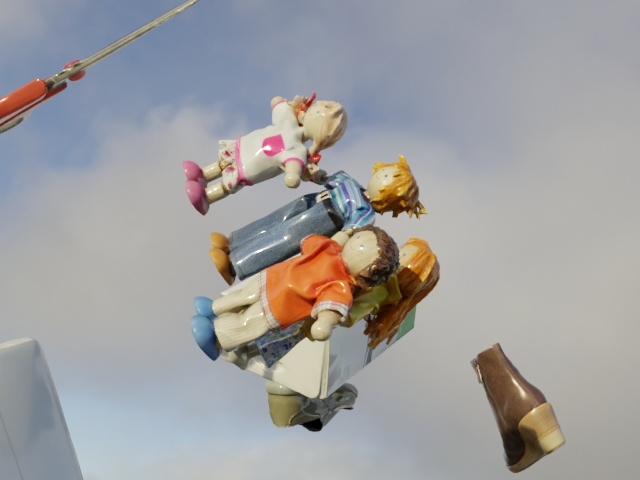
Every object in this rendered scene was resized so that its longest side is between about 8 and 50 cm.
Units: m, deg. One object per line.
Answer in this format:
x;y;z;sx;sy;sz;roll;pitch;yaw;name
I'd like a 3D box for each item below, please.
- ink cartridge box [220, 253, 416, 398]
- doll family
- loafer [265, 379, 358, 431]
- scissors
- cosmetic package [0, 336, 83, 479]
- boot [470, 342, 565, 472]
0.001;0.090;1.057;0.160;0.219;0.093;17;-64;29;ink cartridge box
0.000;0.000;0.624;0.163;0.263;0.118;-24;-50;7;doll family
-0.018;0.286;1.478;0.094;0.088;0.251;1;-8;33;loafer
-0.218;-0.127;0.691;0.297;0.109;0.021;-19;-79;32;scissors
-0.342;0.273;0.428;0.329;0.328;0.393;-19;-2;23;cosmetic package
0.342;0.301;1.533;0.207;0.090;0.248;57;-17;20;boot
